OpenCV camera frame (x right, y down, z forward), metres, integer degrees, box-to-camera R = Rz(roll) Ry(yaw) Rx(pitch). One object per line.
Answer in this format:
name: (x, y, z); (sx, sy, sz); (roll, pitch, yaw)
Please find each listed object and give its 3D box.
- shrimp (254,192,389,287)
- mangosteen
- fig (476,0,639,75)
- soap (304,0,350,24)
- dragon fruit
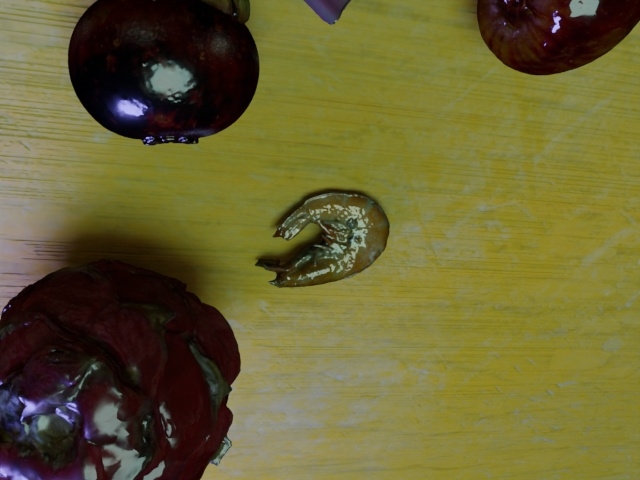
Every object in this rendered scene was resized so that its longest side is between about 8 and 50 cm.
shrimp: (0.000, -0.001, 0.993); (0.188, 0.051, 0.132); (-25, 113, -1)
mangosteen: (-0.149, -0.190, 0.716); (0.200, 0.199, 0.199); (-8, 131, -9)
fig: (0.276, -0.266, 0.778); (0.207, 0.175, 0.175); (-17, 133, -21)
soap: (-0.044, -0.300, 0.670); (0.065, 0.122, 0.203); (-39, 130, 18)
dragon fruit: (-0.255, 0.177, 0.882); (0.329, 0.329, 0.329); (-8, 131, -9)
